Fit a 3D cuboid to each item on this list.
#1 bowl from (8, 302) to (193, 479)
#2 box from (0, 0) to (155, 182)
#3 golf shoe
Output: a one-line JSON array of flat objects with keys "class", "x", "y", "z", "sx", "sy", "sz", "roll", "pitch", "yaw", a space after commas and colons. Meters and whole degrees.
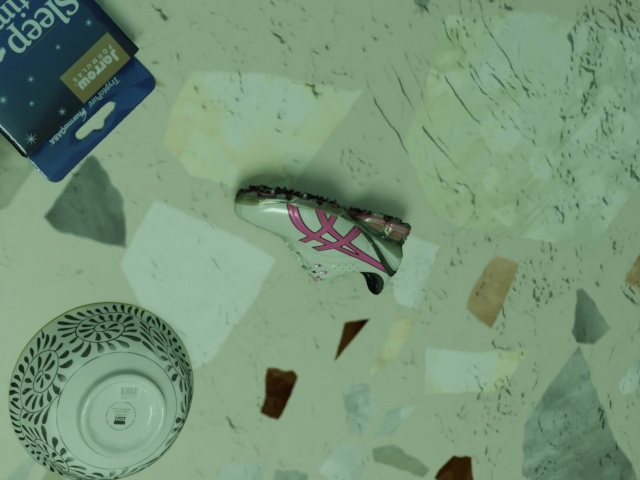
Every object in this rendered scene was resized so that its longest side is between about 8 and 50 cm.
[{"class": "bowl", "x": -0.182, "y": 0.145, "z": 0.895, "sx": 0.170, "sy": 0.080, "sz": 0.170, "roll": -4, "pitch": 100, "yaw": -25}, {"class": "box", "x": -0.252, "y": -0.170, "z": 0.845, "sx": 0.136, "sy": 0.036, "sz": 0.225, "roll": -47, "pitch": 114, "yaw": -12}, {"class": "golf shoe", "x": 0.000, "y": 0.000, "z": 0.964, "sx": 0.186, "sy": 0.067, "sz": 0.086, "roll": 16, "pitch": 92, "yaw": -26}]
